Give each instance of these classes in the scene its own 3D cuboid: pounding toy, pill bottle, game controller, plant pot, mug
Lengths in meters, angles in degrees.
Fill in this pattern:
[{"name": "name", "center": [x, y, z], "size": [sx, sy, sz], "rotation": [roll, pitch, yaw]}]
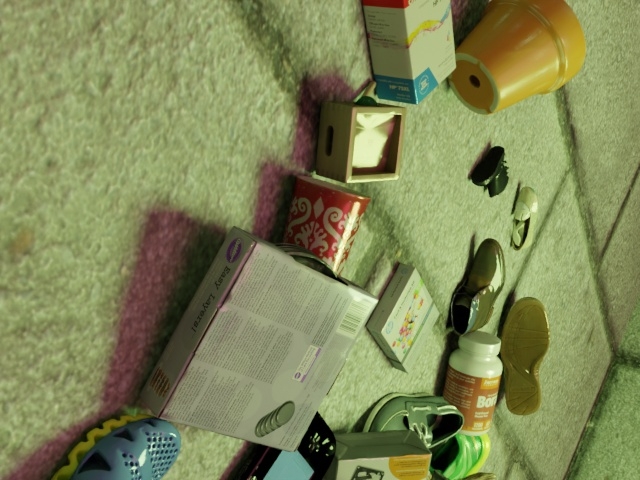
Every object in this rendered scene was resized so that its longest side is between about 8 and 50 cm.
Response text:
[{"name": "pounding toy", "center": [0.060, -0.167, 1.206], "size": [0.130, 0.100, 0.141], "rotation": [-7, 108, -39]}, {"name": "pill bottle", "center": [0.340, 0.317, 1.799], "size": [0.121, 0.121, 0.216], "rotation": [-12, 115, -53]}, {"name": "game controller", "center": [-0.086, 0.409, 1.264], "size": [0.319, 0.067, 0.166], "rotation": [-54, 143, -27]}, {"name": "plant pot", "center": [0.338, -0.329, 1.451], "size": [0.188, 0.205, 0.205], "rotation": [-39, 136, -20]}, {"name": "mug", "center": [0.006, 0.003, 1.176], "size": [0.150, 0.113, 0.169], "rotation": [7, 102, -55]}]

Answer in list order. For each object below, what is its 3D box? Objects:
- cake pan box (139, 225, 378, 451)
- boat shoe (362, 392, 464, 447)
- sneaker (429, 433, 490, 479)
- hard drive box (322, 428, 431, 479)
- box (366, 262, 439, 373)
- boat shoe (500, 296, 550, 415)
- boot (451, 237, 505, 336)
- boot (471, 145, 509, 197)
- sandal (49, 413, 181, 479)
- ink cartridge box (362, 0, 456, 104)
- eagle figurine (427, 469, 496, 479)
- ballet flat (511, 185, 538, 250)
[{"name": "cake pan box", "center": [-0.072, 0.135, 1.062], "size": [0.246, 0.070, 0.267], "rotation": [25, 94, -43]}, {"name": "boat shoe", "center": [0.192, 0.376, 1.627], "size": [0.319, 0.099, 0.116], "rotation": [3, 102, -56]}, {"name": "sneaker", "center": [0.283, 0.553, 1.863], "size": [0.123, 0.109, 0.295], "rotation": [20, 98, -22]}, {"name": "hard drive box", "center": [0.088, 0.470, 1.451], "size": [0.181, 0.089, 0.232], "rotation": [1, 107, -18]}, {"name": "box", "center": [0.162, 0.152, 1.537], "size": [0.145, 0.038, 0.186], "rotation": [-59, 144, -20]}, {"name": "boat shoe", "center": [0.529, 0.287, 2.095], "size": [0.123, 0.123, 0.342], "rotation": [-73, 159, -64]}, {"name": "boot", "center": [0.343, 0.108, 1.745], "size": [0.106, 0.082, 0.219], "rotation": [-25, 126, -52]}, {"name": "boot", "center": [0.363, -0.131, 1.701], "size": [0.121, 0.045, 0.099], "rotation": [-53, 145, -28]}, {"name": "sandal", "center": [-0.264, 0.322, 0.900], "size": [0.317, 0.138, 0.126], "rotation": [-42, 134, -41]}, {"name": "ink cartridge box", "center": [0.137, -0.345, 1.236], "size": [0.134, 0.078, 0.231], "rotation": [-46, 138, -35]}, {"name": "eagle figurine", "center": [0.211, 0.532, 1.649], "size": [0.226, 0.225, 0.298], "rotation": [-51, 161, 10]}, {"name": "ballet flat", "center": [0.484, -0.046, 1.909], "size": [0.052, 0.057, 0.168], "rotation": [-30, 128, -34]}]
